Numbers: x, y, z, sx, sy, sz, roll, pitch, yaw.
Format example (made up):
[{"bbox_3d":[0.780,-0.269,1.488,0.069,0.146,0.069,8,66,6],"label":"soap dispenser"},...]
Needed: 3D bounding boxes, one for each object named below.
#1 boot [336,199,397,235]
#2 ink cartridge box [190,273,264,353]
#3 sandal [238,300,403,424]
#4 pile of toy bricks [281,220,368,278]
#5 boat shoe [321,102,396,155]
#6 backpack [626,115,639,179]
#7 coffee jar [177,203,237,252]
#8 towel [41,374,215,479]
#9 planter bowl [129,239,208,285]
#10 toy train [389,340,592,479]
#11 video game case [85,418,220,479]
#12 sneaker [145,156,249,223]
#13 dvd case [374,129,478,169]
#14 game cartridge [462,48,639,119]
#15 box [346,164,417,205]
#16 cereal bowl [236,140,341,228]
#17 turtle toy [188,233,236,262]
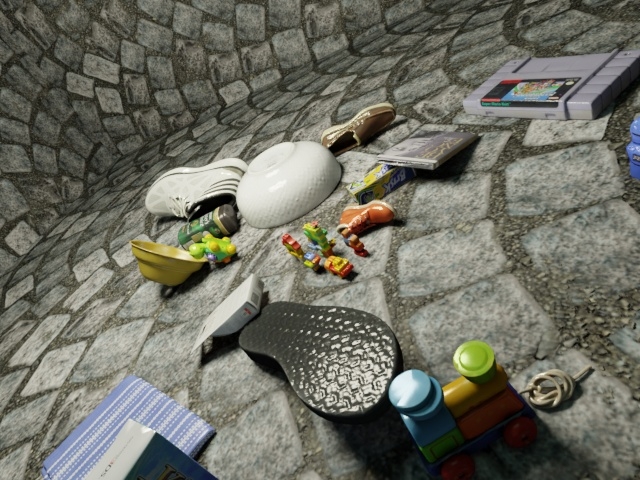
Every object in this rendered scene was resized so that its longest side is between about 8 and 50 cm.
[{"bbox_3d":[0.105,-0.045,1.026,0.158,0.059,0.084,-6,42,49],"label":"boot"},{"bbox_3d":[-0.202,0.170,0.984,0.179,0.045,0.145,-46,15,12],"label":"ink cartridge box"},{"bbox_3d":[0.002,0.194,0.753,0.167,0.107,0.446,-45,21,-19],"label":"sandal"},{"bbox_3d":[0.000,0.000,0.999,0.118,0.105,0.212,-44,34,-20],"label":"pile of toy bricks"},{"bbox_3d":[0.123,-0.337,1.396,0.258,0.095,0.095,-24,46,24],"label":"boat shoe"},{"bbox_3d":[0.562,-0.156,0.721,0.101,0.120,0.098,-36,32,-7],"label":"backpack"},{"bbox_3d":[-0.345,-0.039,1.375,0.185,0.079,0.096,-26,32,8],"label":"coffee jar"},{"bbox_3d":[-0.372,0.400,0.838,0.336,0.040,0.243,7,46,43],"label":"towel"},{"bbox_3d":[-0.435,0.071,1.245,0.217,0.217,0.090,17,92,51],"label":"planter bowl"},{"bbox_3d":[0.209,0.173,0.541,0.248,0.143,0.105,-31,32,1],"label":"toy train"},{"bbox_3d":[-0.187,0.376,0.478,0.061,0.269,0.244,-2,43,38],"label":"video game case"},{"bbox_3d":[-0.466,-0.137,1.530,0.448,0.169,0.257,-14,33,22],"label":"sneaker"},{"bbox_3d":[0.266,-0.232,1.106,0.165,0.018,0.221,17,40,41],"label":"dvd case"},{"bbox_3d":[0.562,-0.389,1.109,0.230,0.068,0.355,-37,32,-17],"label":"game cartridge"},{"bbox_3d":[0.155,-0.152,1.127,0.169,0.054,0.059,-33,31,-1],"label":"box"},{"bbox_3d":[-0.116,-0.197,1.343,0.339,0.141,0.338,-22,32,14],"label":"cereal bowl"},{"bbox_3d":[-0.296,0.026,1.226,0.095,0.130,0.066,37,114,61],"label":"turtle toy"}]
